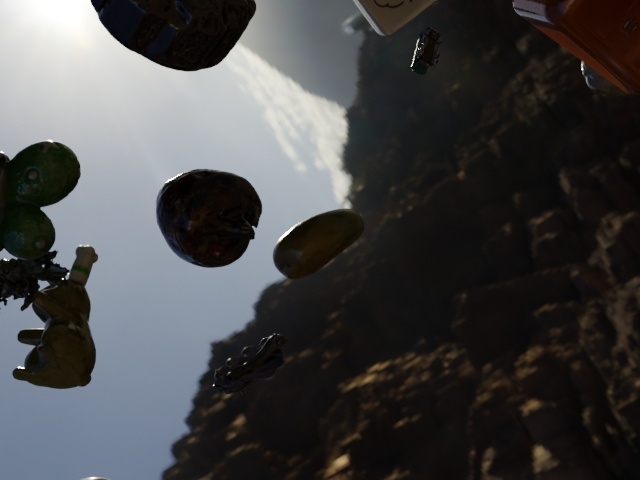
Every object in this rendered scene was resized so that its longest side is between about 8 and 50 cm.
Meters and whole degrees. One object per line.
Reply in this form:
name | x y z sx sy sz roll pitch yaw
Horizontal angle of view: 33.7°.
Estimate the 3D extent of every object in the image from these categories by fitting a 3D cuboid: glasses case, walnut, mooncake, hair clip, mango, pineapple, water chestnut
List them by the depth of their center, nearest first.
mooncake | -0.242 -0.417 1.732 0.283 0.141 0.283 21 -136 -22
mango | 0.000 0.000 1.910 0.195 0.130 0.091 -27 -95 -39
walnut | 0.558 -0.331 1.935 0.140 0.162 0.140 164 90 -76
glasses case | 0.220 -0.565 2.132 0.144 0.336 0.076 51 -178 -14
pineapple | -0.684 0.094 2.142 0.175 0.361 0.175 56 -164 -25
hair clip | -0.139 0.251 2.167 0.124 0.195 0.052 14 130 46
water chestnut | -0.281 -0.065 2.725 0.289 0.244 0.289 35 -139 -38

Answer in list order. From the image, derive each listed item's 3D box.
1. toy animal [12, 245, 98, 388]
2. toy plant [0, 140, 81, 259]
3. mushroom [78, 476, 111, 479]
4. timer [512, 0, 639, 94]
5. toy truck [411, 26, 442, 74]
toy animal | -0.625 0.179 2.506 0.180 0.181 0.362 12 -135 -28
toy plant | -0.538 -0.072 1.817 0.175 0.235 0.218 98 175 -70
mushroom | -0.450 0.597 2.165 0.215 0.207 0.207 29 -154 -29
timer | 0.465 -0.372 1.553 0.250 0.257 0.161 31 -164 -19
toy truck | 0.188 -0.339 1.894 0.039 0.044 0.083 29 -123 -21
